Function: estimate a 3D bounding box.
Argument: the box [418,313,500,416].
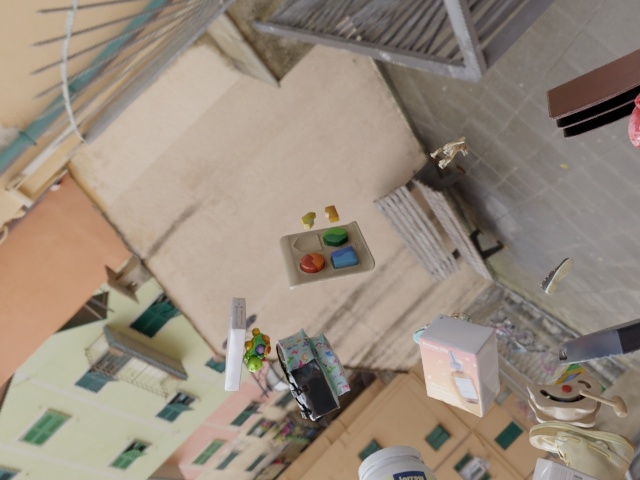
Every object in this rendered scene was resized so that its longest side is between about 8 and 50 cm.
[{"bbox_3d":[0.292,0.258,1.074,0.130,0.091,0.170,11,127,41],"label":"box"}]

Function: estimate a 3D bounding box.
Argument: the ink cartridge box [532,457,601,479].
[{"bbox_3d":[0.568,0.571,1.081,0.231,0.134,0.078,22,162,6],"label":"ink cartridge box"}]

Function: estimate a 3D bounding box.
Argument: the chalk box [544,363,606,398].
[{"bbox_3d":[0.822,0.537,1.736,0.132,0.213,0.132,46,162,18],"label":"chalk box"}]

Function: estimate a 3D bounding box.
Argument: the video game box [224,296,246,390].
[{"bbox_3d":[-0.249,0.299,1.503,0.048,0.205,0.187,4,-159,-13],"label":"video game box"}]

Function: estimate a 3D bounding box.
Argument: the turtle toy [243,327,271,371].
[{"bbox_3d":[-0.184,0.326,1.504,0.066,0.130,0.095,13,134,15],"label":"turtle toy"}]

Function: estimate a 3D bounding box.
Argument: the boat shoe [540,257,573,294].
[{"bbox_3d":[0.748,0.108,1.627,0.049,0.133,0.042,26,-168,-27],"label":"boat shoe"}]

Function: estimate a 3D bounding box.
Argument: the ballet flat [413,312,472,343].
[{"bbox_3d":[0.401,0.287,1.653,0.091,0.077,0.241,52,144,-5],"label":"ballet flat"}]

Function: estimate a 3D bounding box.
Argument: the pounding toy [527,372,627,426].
[{"bbox_3d":[0.782,0.464,1.583,0.154,0.270,0.154,-61,-39,-53],"label":"pounding toy"}]

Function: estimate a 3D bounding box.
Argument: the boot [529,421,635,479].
[{"bbox_3d":[0.635,0.578,1.300,0.262,0.203,0.095,-8,125,47],"label":"boot"}]

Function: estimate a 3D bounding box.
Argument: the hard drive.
[{"bbox_3d":[0.600,0.201,1.039,0.254,0.172,0.054,90,163,-72],"label":"hard drive"}]

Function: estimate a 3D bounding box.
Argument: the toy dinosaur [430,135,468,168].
[{"bbox_3d":[0.326,-0.230,1.288,0.053,0.093,0.183,52,-161,11],"label":"toy dinosaur"}]

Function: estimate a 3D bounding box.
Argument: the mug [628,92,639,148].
[{"bbox_3d":[0.659,-0.208,0.929,0.151,0.113,0.169,0,-161,-18],"label":"mug"}]

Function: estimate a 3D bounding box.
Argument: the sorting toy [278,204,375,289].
[{"bbox_3d":[0.000,0.000,1.406,0.307,0.229,0.041,-110,7,-51],"label":"sorting toy"}]

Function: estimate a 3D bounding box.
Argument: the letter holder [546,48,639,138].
[{"bbox_3d":[0.919,-0.447,1.665,0.152,0.302,0.214,50,-142,-25],"label":"letter holder"}]

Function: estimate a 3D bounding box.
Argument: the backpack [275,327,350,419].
[{"bbox_3d":[-0.034,0.401,1.624,0.253,0.191,0.225,38,154,59],"label":"backpack"}]

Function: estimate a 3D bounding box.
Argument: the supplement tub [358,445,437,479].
[{"bbox_3d":[0.240,0.768,1.417,0.235,0.235,0.324,45,-165,-33],"label":"supplement tub"}]
